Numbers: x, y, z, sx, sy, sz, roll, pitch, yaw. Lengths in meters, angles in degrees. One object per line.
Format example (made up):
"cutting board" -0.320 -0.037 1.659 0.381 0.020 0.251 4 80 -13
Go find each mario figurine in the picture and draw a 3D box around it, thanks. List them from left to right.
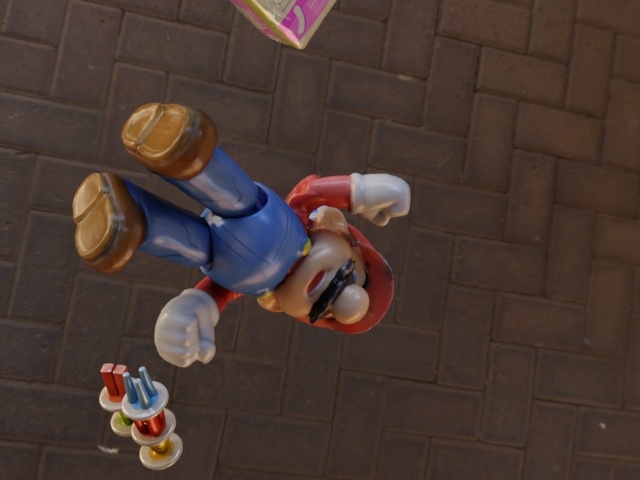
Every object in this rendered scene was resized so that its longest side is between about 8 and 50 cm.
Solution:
"mario figurine" -0.028 0.016 0.492 0.198 0.321 0.170 -22 60 30

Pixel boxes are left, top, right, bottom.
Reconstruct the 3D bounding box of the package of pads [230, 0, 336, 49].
"package of pads" -0.072 -0.433 0.777 0.101 0.297 0.229 37 93 38

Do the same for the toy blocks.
"toy blocks" -0.224 0.190 0.680 0.054 0.123 0.148 -34 137 -35

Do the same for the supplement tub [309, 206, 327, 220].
"supplement tub" 0.000 0.000 0.758 0.071 0.107 0.071 -10 132 -12
